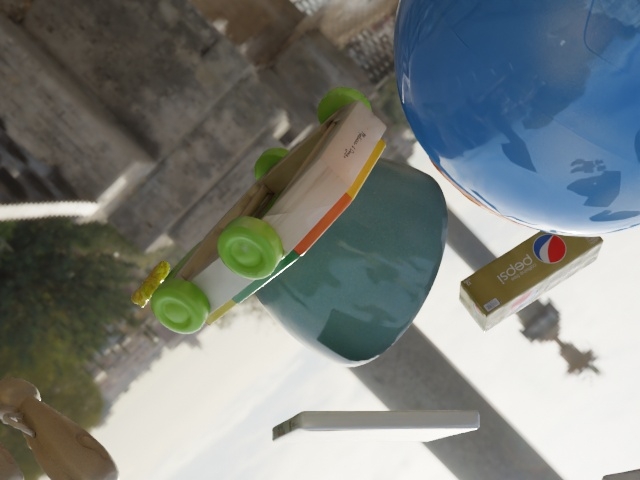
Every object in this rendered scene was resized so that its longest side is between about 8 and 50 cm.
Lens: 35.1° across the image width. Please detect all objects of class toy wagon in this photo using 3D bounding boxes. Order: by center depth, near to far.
[{"bbox_3d":[-0.073,-0.013,1.023,0.344,0.068,0.267,-38,-167,40],"label":"toy wagon"}]

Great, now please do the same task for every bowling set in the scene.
[{"bbox_3d":[-0.319,0.207,0.781,0.200,0.154,0.287,-57,150,2],"label":"bowling set"}]

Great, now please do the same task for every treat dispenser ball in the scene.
[{"bbox_3d":[0.199,-0.145,0.758,0.288,0.288,0.288,-44,-178,2],"label":"treat dispenser ball"}]

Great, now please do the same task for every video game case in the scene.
[{"bbox_3d":[0.064,0.244,1.314,0.206,0.227,0.026,128,-38,-70],"label":"video game case"}]

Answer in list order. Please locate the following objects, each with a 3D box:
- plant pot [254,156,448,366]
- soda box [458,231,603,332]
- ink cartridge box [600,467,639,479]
[{"bbox_3d":[0.000,0.000,1.348,0.290,0.195,0.290,-42,-146,38],"label":"plant pot"},{"bbox_3d":[0.264,0.038,1.271,0.181,0.058,0.061,-31,155,-9],"label":"soda box"},{"bbox_3d":[0.238,0.248,0.712,0.063,0.150,0.109,-8,145,-4],"label":"ink cartridge box"}]
